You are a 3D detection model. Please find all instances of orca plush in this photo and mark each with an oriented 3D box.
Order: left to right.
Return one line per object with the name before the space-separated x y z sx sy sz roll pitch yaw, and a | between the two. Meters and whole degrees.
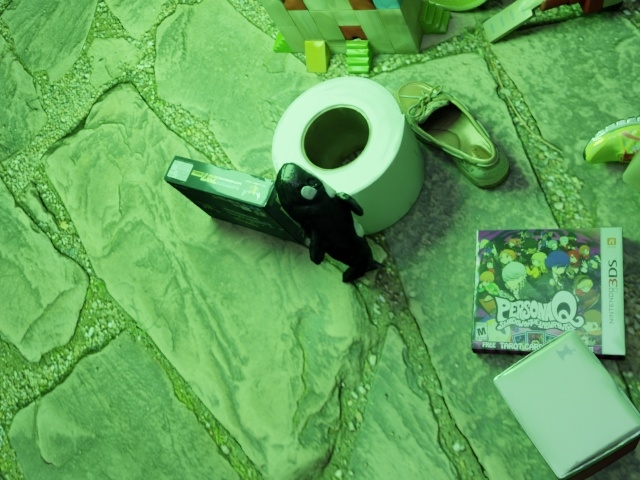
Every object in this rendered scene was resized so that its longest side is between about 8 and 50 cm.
orca plush | 0.000 0.000 1.152 0.151 0.287 0.102 14 62 28

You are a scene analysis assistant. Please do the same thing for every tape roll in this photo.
tape roll | 0.054 -0.150 1.261 0.246 0.169 0.246 -8 66 18

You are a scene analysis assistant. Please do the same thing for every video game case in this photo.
video game case | 0.364 0.082 1.112 0.232 0.042 0.210 0 68 22

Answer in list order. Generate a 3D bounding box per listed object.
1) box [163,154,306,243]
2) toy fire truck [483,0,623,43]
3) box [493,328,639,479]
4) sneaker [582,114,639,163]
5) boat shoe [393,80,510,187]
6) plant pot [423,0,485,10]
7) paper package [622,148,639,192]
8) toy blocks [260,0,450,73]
box | -0.153 -0.075 1.307 0.233 0.183 0.059 17 77 26
toy fire truck | 0.418 -0.493 1.284 0.247 0.158 0.217 -17 64 4
box | 0.340 0.239 0.947 0.127 0.232 0.148 -34 60 5
sneaker | 0.536 -0.149 1.116 0.209 0.081 0.094 -11 67 17
boat shoe | 0.233 -0.214 1.260 0.104 0.089 0.285 -44 60 1
plant pot | 0.279 -0.640 1.340 0.276 0.276 0.253 24 68 28
paper package | 0.601 -0.099 0.894 0.309 0.325 0.168 40 87 14
toy blocks | 0.035 -0.482 1.353 0.382 0.261 0.190 8 72 24
